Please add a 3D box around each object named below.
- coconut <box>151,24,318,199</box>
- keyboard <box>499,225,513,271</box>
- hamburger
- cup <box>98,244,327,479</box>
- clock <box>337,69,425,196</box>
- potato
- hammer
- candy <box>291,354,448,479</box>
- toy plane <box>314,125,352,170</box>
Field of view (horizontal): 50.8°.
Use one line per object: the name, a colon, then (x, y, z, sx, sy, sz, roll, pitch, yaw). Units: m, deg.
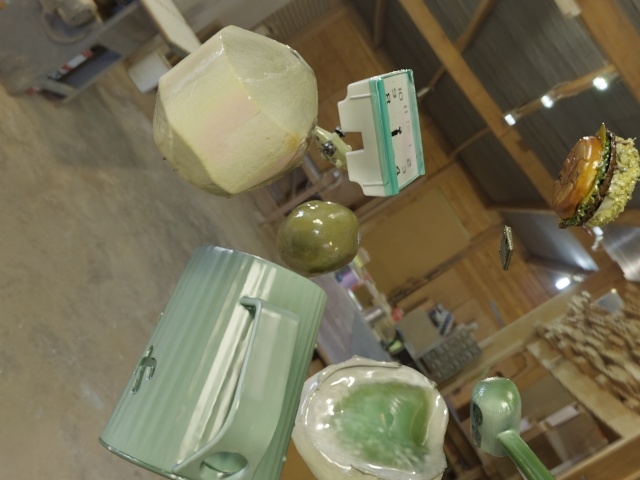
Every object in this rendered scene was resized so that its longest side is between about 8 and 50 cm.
coconut: (-0.108, -0.179, 0.936, 0.241, 0.241, 0.241, 56, 6, -8)
keyboard: (0.349, 0.018, 1.270, 0.129, 0.015, 0.049, 63, 24, -68)
hamburger: (0.632, -0.131, 1.547, 0.138, 0.243, 0.262, 20, -11, 1)
cup: (-0.140, 0.240, 1.155, 0.400, 0.392, 0.310, 7, -19, 42)
clock: (0.146, -0.252, 1.568, 0.231, 0.116, 0.262, -35, 120, -57)
potato: (0.000, 0.000, 1.431, 0.235, 0.177, 0.160, 30, 62, -67)
hammer: (0.459, 0.477, 1.523, 0.335, 0.118, 0.206, -127, -160, -49)
candy: (0.120, 0.483, 1.695, 0.426, 0.186, 0.386, 18, 47, -15)
toy plane: (-0.002, -0.302, 1.936, 0.286, 0.092, 0.108, 44, -31, -25)
